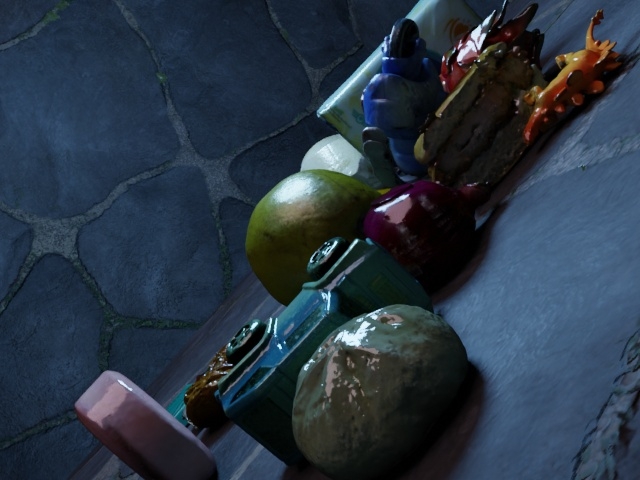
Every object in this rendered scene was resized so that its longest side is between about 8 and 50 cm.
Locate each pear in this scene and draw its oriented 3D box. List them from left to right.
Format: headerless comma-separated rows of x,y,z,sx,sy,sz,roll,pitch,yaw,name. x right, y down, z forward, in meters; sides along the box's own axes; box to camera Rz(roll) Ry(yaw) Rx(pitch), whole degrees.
0.000,0.000,1.312,0.253,0.253,0.307,-50,17,-24,pear

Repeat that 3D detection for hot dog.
-0.183,0.275,1.435,0.227,0.099,0.160,-40,10,27,hot dog

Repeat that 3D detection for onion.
0.148,-0.034,1.040,0.198,0.135,0.173,-46,10,-9,onion

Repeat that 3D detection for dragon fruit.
0.336,-0.340,1.436,0.192,0.193,0.274,-8,-27,-51,dragon fruit

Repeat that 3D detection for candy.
-0.272,0.313,1.167,0.094,0.255,0.255,-49,7,-19,candy

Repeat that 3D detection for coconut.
0.070,-0.155,1.921,0.241,0.241,0.241,-46,7,7,coconut

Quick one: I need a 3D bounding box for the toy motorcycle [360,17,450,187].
0.170,-0.217,1.333,0.182,0.319,0.241,-15,57,13,toy motorcycle

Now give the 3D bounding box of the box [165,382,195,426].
-0.340,0.415,1.785,0.161,0.042,0.226,-51,8,-25,box

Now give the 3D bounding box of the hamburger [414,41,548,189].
0.263,-0.198,1.210,0.282,0.155,0.245,-50,3,5,hamburger

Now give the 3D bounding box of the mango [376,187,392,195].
0.120,-0.046,1.450,0.136,0.099,0.227,-45,14,-28,mango

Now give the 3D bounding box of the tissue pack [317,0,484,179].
0.224,-0.327,1.637,0.388,0.287,0.162,-47,13,4,tissue pack

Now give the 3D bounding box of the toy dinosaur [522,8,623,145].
0.394,-0.254,1.113,0.288,0.070,0.117,-52,19,-15,toy dinosaur

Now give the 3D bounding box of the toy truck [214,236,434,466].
0.006,0.132,0.913,0.279,0.155,0.156,-46,16,0,toy truck

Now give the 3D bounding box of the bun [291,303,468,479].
0.049,0.140,0.734,0.195,0.118,0.195,-42,6,6,bun

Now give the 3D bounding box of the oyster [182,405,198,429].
-0.257,0.354,1.601,0.108,0.053,0.165,-23,10,24,oyster
